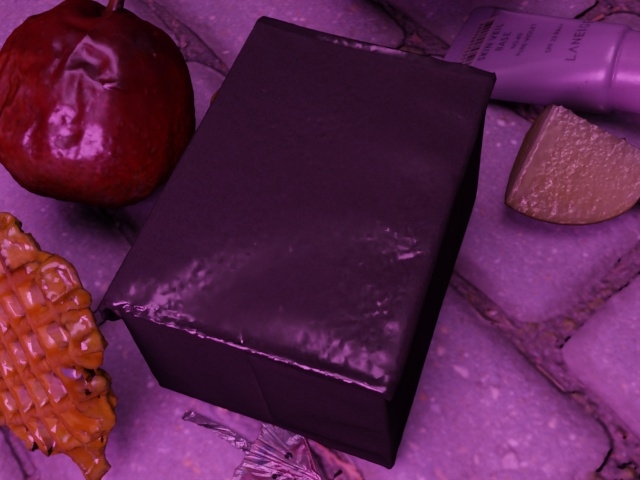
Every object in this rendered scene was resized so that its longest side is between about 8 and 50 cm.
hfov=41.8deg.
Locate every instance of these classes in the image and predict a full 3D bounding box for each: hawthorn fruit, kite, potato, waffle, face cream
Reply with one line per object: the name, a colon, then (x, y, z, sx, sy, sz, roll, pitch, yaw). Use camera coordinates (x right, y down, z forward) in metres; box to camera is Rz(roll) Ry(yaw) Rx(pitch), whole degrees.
hawthorn fruit: (-0.239, -0.173, 0.914, 0.230, 0.210, 0.266, 21, 98, 33)
kite: (-0.066, 0.200, 0.798, 0.157, 0.011, 0.139, 24, 61, 18)
potato: (0.279, -0.061, 0.905, 0.149, 0.081, 0.120, 28, 95, 3)
waffle: (-0.263, 0.088, 0.751, 0.245, 0.254, 0.052, 34, 41, 30)
face cream: (0.278, -0.210, 0.981, 0.274, 0.096, 0.154, 15, 63, 29)

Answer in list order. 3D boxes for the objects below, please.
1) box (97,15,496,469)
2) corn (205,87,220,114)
box: (0.000, -0.001, 0.795, 0.251, 0.204, 0.345, 16, 59, 14)
corn: (-0.038, -0.180, 0.994, 0.207, 0.068, 0.068, -23, 59, -10)
